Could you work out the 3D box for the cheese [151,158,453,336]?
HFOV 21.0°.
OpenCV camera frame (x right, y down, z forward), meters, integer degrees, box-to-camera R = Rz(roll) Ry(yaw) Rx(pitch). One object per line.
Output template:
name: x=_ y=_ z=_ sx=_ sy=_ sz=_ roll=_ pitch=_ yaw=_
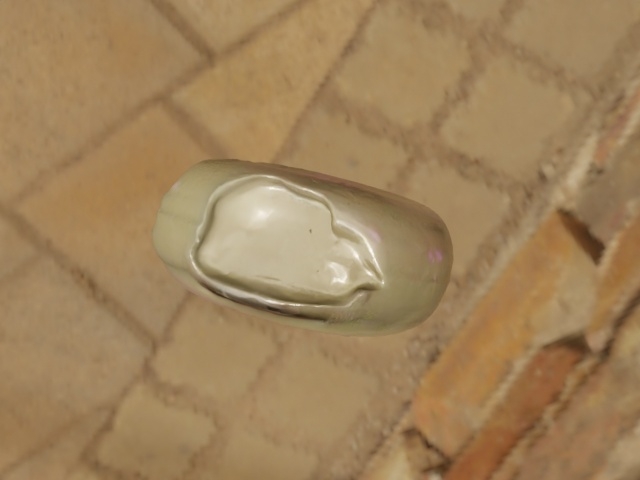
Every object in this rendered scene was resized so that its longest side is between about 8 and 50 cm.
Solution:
cheese: x=0.000 y=0.000 z=1.031 sx=0.163 sy=0.286 sz=0.082 roll=15 pitch=94 yaw=5
